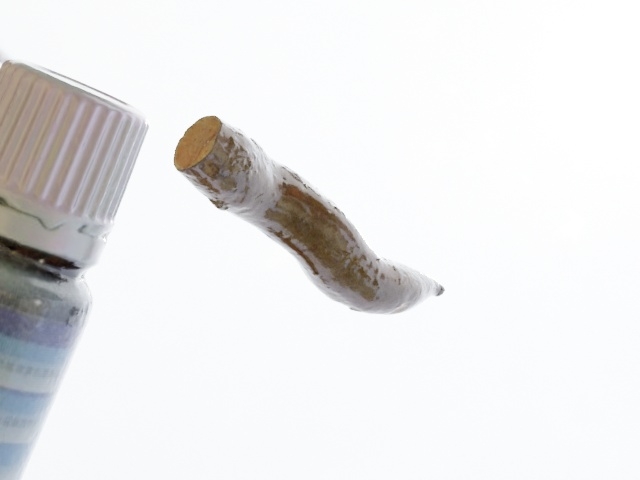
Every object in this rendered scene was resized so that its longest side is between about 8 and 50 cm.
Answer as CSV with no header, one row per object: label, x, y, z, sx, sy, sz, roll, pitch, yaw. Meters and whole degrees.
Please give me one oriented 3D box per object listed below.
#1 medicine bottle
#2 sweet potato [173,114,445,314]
medicine bottle,-0.139,0.028,0.643,0.083,0.083,0.203,29,-81,45
sweet potato,0.000,0.000,1.148,0.059,0.281,0.067,-42,-144,13
